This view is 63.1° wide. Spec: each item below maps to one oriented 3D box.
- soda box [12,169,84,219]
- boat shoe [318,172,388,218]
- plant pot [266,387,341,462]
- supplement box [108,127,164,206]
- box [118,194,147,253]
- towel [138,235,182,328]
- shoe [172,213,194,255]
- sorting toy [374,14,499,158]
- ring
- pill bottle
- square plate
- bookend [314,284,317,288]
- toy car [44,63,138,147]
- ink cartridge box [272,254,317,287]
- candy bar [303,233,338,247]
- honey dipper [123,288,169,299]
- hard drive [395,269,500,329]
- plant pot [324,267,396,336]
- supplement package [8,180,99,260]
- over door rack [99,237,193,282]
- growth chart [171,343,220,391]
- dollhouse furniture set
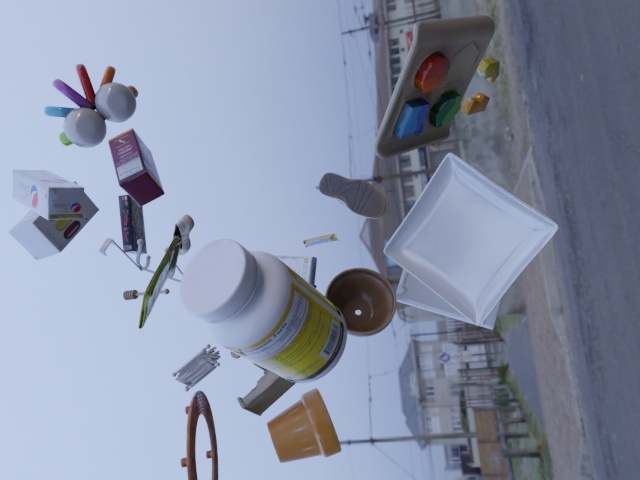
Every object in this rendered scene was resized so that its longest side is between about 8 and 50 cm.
[{"bbox_3d":[-0.585,-0.101,1.114,0.073,0.216,0.069,-6,-72,-47],"label":"soda box"},{"bbox_3d":[0.123,-0.145,1.731,0.098,0.302,0.109,19,-84,-47],"label":"boat shoe"},{"bbox_3d":[-0.059,0.594,1.624,0.205,0.187,0.205,160,90,-80],"label":"plant pot"},{"bbox_3d":[-0.502,-0.200,1.417,0.188,0.080,0.104,62,179,34],"label":"supplement box"},{"bbox_3d":[-0.780,-0.062,2.168,0.159,0.044,0.233,76,-173,-84],"label":"box"},{"bbox_3d":[-0.362,0.090,1.187,0.237,0.021,0.102,-86,12,-59],"label":"towel"},{"bbox_3d":[-0.503,-0.011,1.862,0.058,0.076,0.219,-44,-11,-40],"label":"shoe"},{"bbox_3d":[0.233,-0.269,0.910,0.307,0.041,0.229,-23,-38,-36],"label":"sorting toy"},{"bbox_3d":[-0.314,0.567,1.362,0.336,0.032,0.337,172,90,-87],"label":"ring"},{"bbox_3d":[-0.101,0.137,0.988,0.334,0.187,0.188,45,-141,-46],"label":"pill bottle"},{"bbox_3d":[0.397,-0.003,1.427,0.347,0.344,0.049,-59,-20,22],"label":"square plate"},{"bbox_3d":[-0.115,0.137,1.932,0.156,0.072,0.157,40,-177,27],"label":"bookend"},{"bbox_3d":[-0.461,-0.272,1.033,0.136,0.182,0.159,51,168,-26],"label":"toy car"},{"bbox_3d":[-0.118,0.140,1.375,0.045,0.208,0.207,25,-111,-68],"label":"ink cartridge box"},{"bbox_3d":[0.000,0.000,2.122,0.040,0.161,0.018,60,-146,-30],"label":"candy bar"},{"bbox_3d":[-0.522,0.159,1.571,0.030,0.160,0.031,-8,-90,-70],"label":"honey dipper"},{"bbox_3d":[0.468,0.154,1.868,0.047,0.352,0.233,61,-133,-70],"label":"hard drive"},{"bbox_3d":[0.128,0.219,1.730,0.110,0.237,0.238,95,177,-58],"label":"plant pot"},{"bbox_3d":[-0.912,-0.069,1.798,0.139,0.133,0.244,58,-149,-30],"label":"supplement package"},{"bbox_3d":[-0.561,0.065,1.797,0.324,0.239,0.108,67,-139,-75],"label":"over door rack"},{"bbox_3d":[-0.403,0.425,1.734,0.021,0.172,0.237,47,162,21],"label":"growth chart"},{"bbox_3d":[-0.217,0.411,1.684,0.242,0.161,0.212,47,178,39],"label":"dollhouse furniture set"}]
